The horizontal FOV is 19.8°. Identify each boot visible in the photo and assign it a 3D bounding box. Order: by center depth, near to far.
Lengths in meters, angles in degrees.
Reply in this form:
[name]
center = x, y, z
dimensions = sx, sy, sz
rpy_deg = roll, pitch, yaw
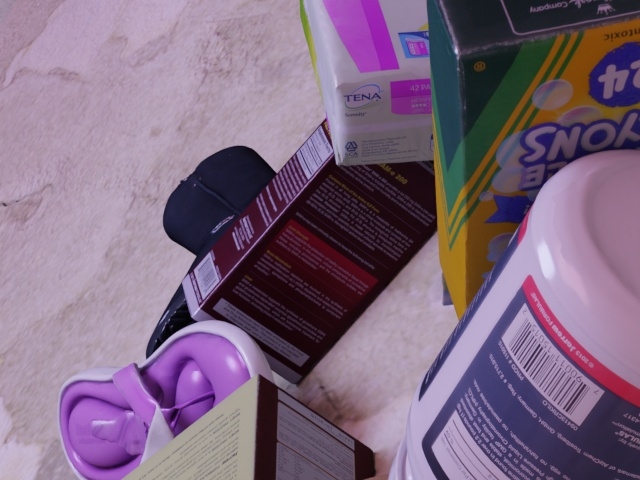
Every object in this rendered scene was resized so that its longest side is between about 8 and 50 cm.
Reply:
[boot]
center = -0.110, 0.022, 1.862
dimensions = 0.246, 0.094, 0.207
rpy_deg = -50, 29, -5

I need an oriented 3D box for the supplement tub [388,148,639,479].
[supplement tub]
center = 0.168, 0.096, 1.130
dimensions = 0.191, 0.191, 0.272
rpy_deg = -86, 17, -46

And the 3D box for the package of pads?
[package of pads]
center = 0.108, -0.179, 1.606
dimensions = 0.296, 0.229, 0.101
rpy_deg = -103, 9, -56

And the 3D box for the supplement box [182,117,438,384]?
[supplement box]
center = 0.000, 0.000, 1.667
dimensions = 0.239, 0.130, 0.073
rpy_deg = -48, 27, 13

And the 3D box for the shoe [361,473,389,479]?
[shoe]
center = 0.062, 0.204, 1.313
dimensions = 0.219, 0.076, 0.058
rpy_deg = -19, 56, -2

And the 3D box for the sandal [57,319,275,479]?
[sandal]
center = -0.162, 0.182, 1.687
dimensions = 0.416, 0.102, 0.169
rpy_deg = -24, 83, 58

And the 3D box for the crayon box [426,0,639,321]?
[crayon box]
center = 0.180, -0.048, 1.181
dimensions = 0.203, 0.323, 0.083
rpy_deg = -12, 50, -4

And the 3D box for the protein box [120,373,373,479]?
[protein box]
center = -0.069, 0.259, 1.472
dimensions = 0.200, 0.136, 0.201
rpy_deg = -39, 30, 28
